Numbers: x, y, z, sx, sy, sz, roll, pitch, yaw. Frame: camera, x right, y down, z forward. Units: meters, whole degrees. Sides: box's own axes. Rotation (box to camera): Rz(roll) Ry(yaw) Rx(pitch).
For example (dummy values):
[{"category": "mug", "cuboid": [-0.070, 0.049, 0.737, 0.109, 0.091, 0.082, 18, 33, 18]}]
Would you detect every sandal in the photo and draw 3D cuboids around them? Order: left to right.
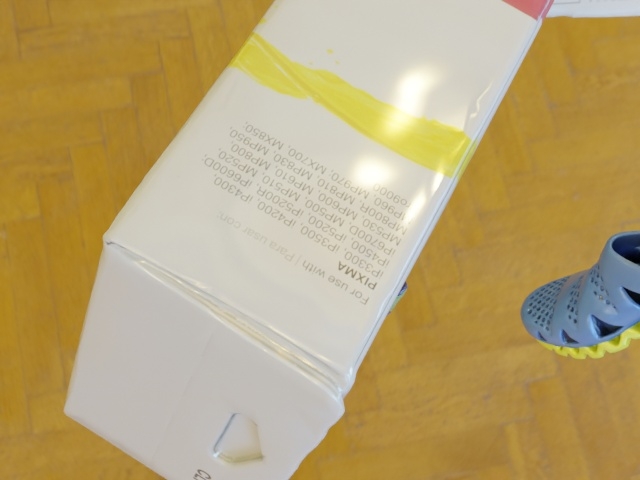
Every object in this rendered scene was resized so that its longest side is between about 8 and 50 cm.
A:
[{"category": "sandal", "cuboid": [0.357, 0.039, 1.345, 0.138, 0.317, 0.126, 45, 44, -28]}]

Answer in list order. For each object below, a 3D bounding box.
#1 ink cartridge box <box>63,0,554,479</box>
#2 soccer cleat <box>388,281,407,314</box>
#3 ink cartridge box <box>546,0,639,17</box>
[{"category": "ink cartridge box", "cuboid": [-0.002, -0.037, 0.824, 0.160, 0.279, 0.385, 30, 58, 1]}, {"category": "soccer cleat", "cuboid": [0.000, 0.000, 1.550, 0.121, 0.093, 0.289, -38, 118, 13]}, {"category": "ink cartridge box", "cuboid": [0.264, -0.342, 0.974, 0.385, 0.308, 0.091, -1, 28, 10]}]
